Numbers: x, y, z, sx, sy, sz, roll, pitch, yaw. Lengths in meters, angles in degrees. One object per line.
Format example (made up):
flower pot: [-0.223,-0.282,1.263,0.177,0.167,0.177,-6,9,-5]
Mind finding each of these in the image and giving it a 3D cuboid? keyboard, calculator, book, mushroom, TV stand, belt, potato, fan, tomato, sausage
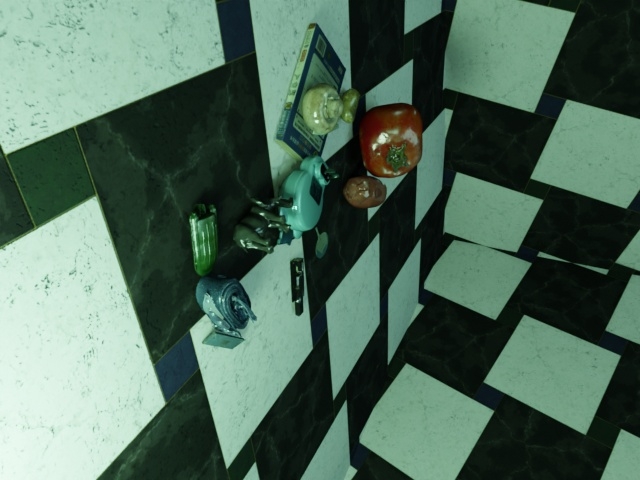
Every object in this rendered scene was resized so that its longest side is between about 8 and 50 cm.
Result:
keyboard: [-0.298,0.311,1.589,0.055,0.014,0.176,-39,154,6]
calculator: [-0.117,-0.025,1.847,0.141,0.019,0.094,-15,115,-64]
book: [-0.024,-0.488,1.805,0.300,0.039,0.428,33,72,-64]
mushroom: [0.011,-0.438,1.708,0.166,0.127,0.166,-36,136,-45]
TV stand: [-0.088,0.179,1.976,0.036,0.042,0.249,-44,140,-54]
belt: [-0.265,0.183,1.493,0.122,0.128,0.218,-64,153,-29]
potato: [0.111,-0.535,2.036,0.091,0.070,0.138,33,73,-65]
fan: [0.000,0.000,2.121,0.113,0.005,0.175,-62,152,-30]
tomato: [0.313,-0.443,2.255,0.290,0.292,0.325,-98,169,-45]
sausage: [0.201,-0.216,2.280,0.279,0.152,0.152,-9,110,-64]

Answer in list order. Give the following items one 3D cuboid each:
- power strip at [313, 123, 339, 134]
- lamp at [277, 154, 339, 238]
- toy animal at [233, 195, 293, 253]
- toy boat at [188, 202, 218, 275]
power strip: [0.024,-0.401,1.839,0.136,0.050,0.019,-40,129,-54]
lamp: [-0.054,-0.161,1.758,0.284,0.147,0.209,-57,152,-11]
toy animal: [-0.171,-0.063,1.564,0.245,0.146,0.115,-48,148,-45]
toy boat: [-0.315,0.000,1.398,0.104,0.052,0.210,-42,138,-56]
